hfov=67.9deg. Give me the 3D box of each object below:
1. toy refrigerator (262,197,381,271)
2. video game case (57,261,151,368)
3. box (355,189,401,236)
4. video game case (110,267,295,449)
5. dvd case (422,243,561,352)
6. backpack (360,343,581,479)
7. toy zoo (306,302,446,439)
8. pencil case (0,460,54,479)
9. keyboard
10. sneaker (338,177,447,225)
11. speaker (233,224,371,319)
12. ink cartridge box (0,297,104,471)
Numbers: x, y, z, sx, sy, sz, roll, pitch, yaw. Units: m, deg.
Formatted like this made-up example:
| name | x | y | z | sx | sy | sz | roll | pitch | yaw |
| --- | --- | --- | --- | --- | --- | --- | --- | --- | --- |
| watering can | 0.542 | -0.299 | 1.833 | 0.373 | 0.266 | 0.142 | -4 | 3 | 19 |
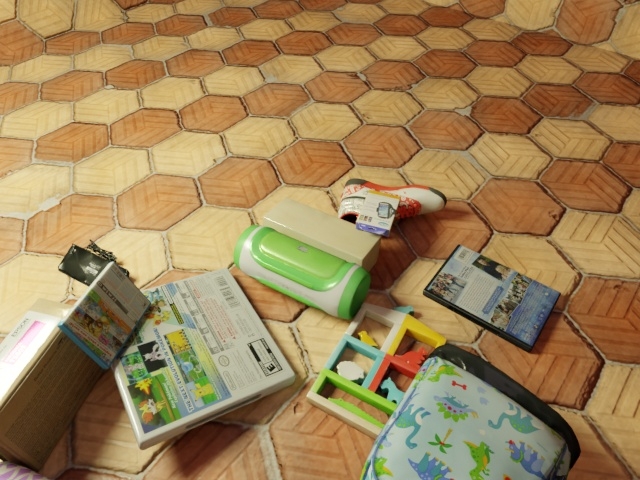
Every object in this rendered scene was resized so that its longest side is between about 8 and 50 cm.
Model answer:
| name | x | y | z | sx | sy | sz | roll | pitch | yaw |
| --- | --- | --- | --- | --- | --- | --- | --- | --- | --- |
| toy refrigerator | 0.000 | 0.000 | 1.144 | 0.269 | 0.094 | 0.102 | 23 | 44 | 20 |
| video game case | -0.393 | 0.135 | 0.882 | 0.015 | 0.119 | 0.166 | -17 | 31 | 24 |
| box | 0.136 | -0.061 | 1.124 | 0.081 | 0.028 | 0.136 | 15 | 51 | 12 |
| video game case | -0.257 | 0.206 | 0.947 | 0.300 | 0.036 | 0.329 | -15 | 47 | -31 |
| dvd case | 0.383 | 0.120 | 1.069 | 0.253 | 0.022 | 0.180 | 29 | 54 | 25 |
| backpack | 0.199 | 0.349 | 0.711 | 0.290 | 0.273 | 0.355 | 36 | 64 | 26 |
| toy zoo | 0.127 | 0.240 | 0.953 | 0.192 | 0.030 | 0.293 | 23 | 51 | 21 |
| pencil case | -0.449 | 0.421 | 0.753 | 0.206 | 0.088 | 0.086 | 12 | 51 | 14 |
| keyboard | -0.530 | 0.065 | 1.139 | 0.192 | 0.038 | 0.100 | 22 | 74 | 19 |
| sneaker | 0.179 | -0.072 | 1.213 | 0.270 | 0.090 | 0.145 | 10 | 52 | 11 |
| speaker | -0.044 | 0.066 | 1.057 | 0.296 | 0.131 | 0.131 | 22 | 51 | 20 |
| ink cartridge box | -0.498 | 0.252 | 0.841 | 0.088 | 0.193 | 0.235 | 11 | 47 | 11 |
